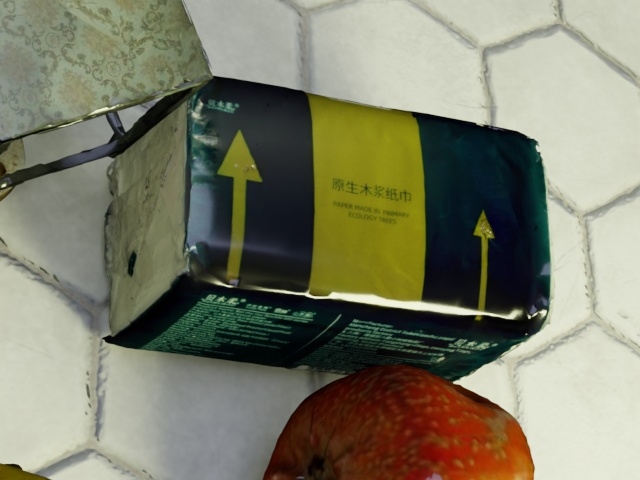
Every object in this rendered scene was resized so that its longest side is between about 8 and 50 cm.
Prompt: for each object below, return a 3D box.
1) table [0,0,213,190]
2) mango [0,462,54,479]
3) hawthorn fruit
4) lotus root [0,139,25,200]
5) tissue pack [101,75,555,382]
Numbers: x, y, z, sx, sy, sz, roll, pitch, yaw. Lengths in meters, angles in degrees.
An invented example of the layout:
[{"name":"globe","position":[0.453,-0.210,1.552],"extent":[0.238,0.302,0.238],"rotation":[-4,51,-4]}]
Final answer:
[{"name":"table","position":[-0.302,-0.239,1.504],"extent":[0.222,0.272,0.335],"rotation":[-21,87,-29]},{"name":"mango","position":[-0.266,0.404,1.350],"extent":[0.301,0.220,0.445],"rotation":[-14,77,-26]},{"name":"hawthorn fruit","position":[0.085,0.257,1.588],"extent":[0.299,0.275,0.275],"rotation":[-4,67,-48]},{"name":"lotus root","position":[-0.367,-0.078,1.624],"extent":[0.122,0.081,0.112],"rotation":[3,66,-27]},{"name":"tissue pack","position":[0.000,0.000,1.667],"extent":[0.416,0.264,0.253],"rotation":[7,67,-23]}]
